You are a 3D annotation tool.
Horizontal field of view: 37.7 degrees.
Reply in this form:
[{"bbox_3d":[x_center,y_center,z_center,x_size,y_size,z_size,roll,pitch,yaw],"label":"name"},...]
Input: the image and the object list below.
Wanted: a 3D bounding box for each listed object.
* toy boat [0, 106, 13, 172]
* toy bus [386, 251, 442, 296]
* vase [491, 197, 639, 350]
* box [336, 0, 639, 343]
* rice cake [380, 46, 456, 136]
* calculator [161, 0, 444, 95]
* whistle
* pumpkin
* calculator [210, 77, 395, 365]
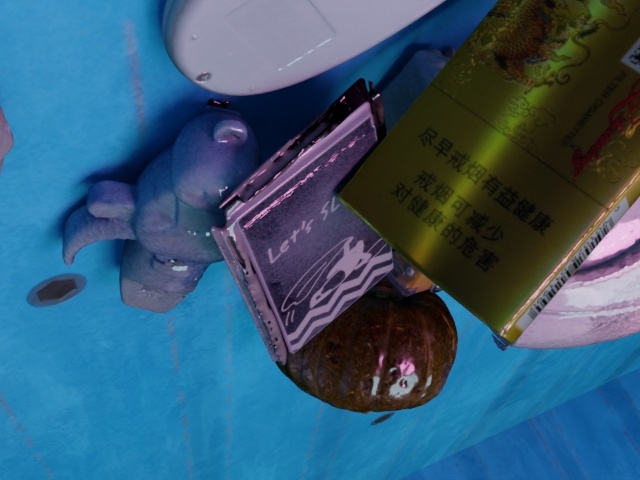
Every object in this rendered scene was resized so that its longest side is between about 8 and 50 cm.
[{"bbox_3d":[-0.270,-0.076,0.503,0.206,0.096,0.282,-22,144,-29],"label":"toy boat"},{"bbox_3d":[0.153,-0.009,1.044,0.182,0.091,0.103,-12,146,-36],"label":"toy bus"},{"bbox_3d":[0.334,-0.064,0.817,0.445,0.250,0.250,-19,156,-3],"label":"vase"},{"bbox_3d":[0.172,-0.097,0.677,0.311,0.173,0.043,-51,152,3],"label":"box"},{"bbox_3d":[0.028,-0.045,0.874,0.063,0.066,0.336,-3,148,-40],"label":"rice cake"},{"bbox_3d":[0.030,-0.190,0.610,0.295,0.042,0.184,-32,156,12],"label":"calculator"},{"bbox_3d":[-0.111,-0.013,0.760,0.180,0.093,0.269,10,142,-19],"label":"whistle"},{"bbox_3d":[0.047,0.120,1.057,0.219,0.219,0.162,-5,108,-41],"label":"pumpkin"},{"bbox_3d":[0.000,0.000,0.772,0.165,0.028,0.274,-41,153,-15],"label":"calculator"}]
